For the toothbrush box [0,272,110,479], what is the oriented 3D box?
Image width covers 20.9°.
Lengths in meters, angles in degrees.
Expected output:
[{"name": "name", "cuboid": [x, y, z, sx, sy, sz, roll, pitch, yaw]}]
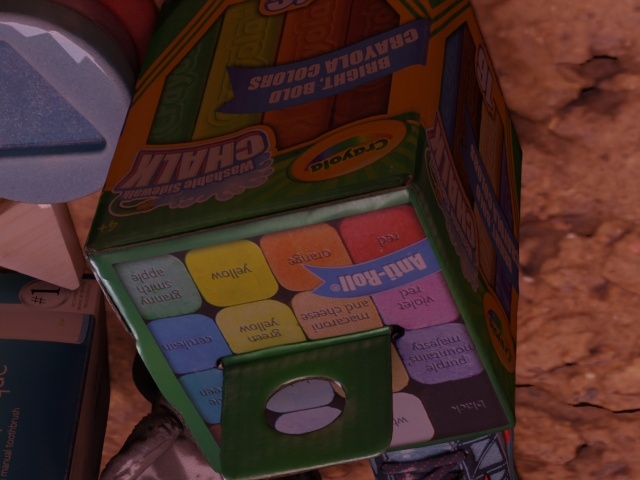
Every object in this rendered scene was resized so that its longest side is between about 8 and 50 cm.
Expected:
[{"name": "toothbrush box", "cuboid": [-0.295, 0.131, 1.122, 0.295, 0.216, 0.126, 2, 131, 1]}]

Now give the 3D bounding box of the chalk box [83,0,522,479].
[{"name": "chalk box", "cuboid": [0.000, 0.000, 0.928, 0.180, 0.289, 0.179, -12, 129, 17]}]

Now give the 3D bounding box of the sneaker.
[{"name": "sneaker", "cuboid": [0.094, 0.186, 1.189, 0.104, 0.125, 0.262, -13, 128, 18]}]

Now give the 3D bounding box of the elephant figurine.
[{"name": "elephant figurine", "cuboid": [-0.070, 0.131, 1.163, 0.186, 0.169, 0.239, -29, 124, -18]}]

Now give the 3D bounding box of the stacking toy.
[{"name": "stacking toy", "cuboid": [-0.256, -0.056, 1.022, 0.309, 0.130, 0.279, 12, 131, -2]}]
